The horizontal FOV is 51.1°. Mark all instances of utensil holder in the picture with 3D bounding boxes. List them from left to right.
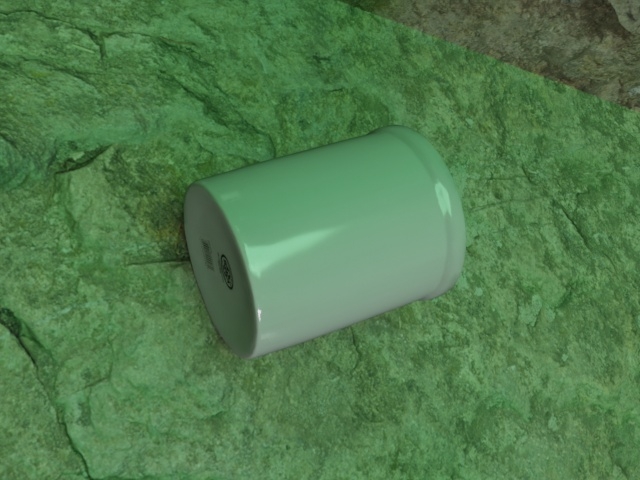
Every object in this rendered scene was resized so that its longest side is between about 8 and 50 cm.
[{"bbox_3d":[0.000,0.000,1.152,0.385,0.327,0.327,-18,81,-26],"label":"utensil holder"}]
